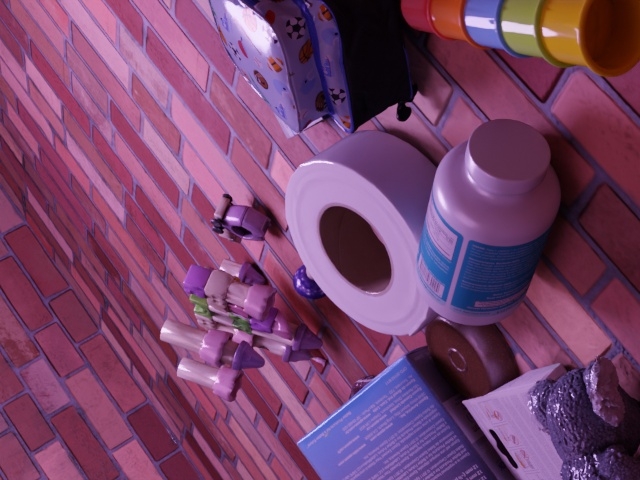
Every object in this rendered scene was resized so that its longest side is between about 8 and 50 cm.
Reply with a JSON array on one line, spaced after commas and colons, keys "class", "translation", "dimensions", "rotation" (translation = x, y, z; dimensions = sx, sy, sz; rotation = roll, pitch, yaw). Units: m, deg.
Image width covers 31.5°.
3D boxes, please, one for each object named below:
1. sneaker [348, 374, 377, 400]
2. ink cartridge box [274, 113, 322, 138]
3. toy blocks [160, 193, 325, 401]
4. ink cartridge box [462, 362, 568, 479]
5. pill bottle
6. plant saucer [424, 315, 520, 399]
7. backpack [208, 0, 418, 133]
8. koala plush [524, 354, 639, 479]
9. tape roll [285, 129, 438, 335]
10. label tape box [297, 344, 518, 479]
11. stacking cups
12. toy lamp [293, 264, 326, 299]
[{"class": "sneaker", "translation": [0.059, 0.312, 1.992], "dimensions": [0.106, 0.163, 0.281], "rotation": [56, 156, 9]}, {"class": "ink cartridge box", "translation": [-0.011, -0.225, 1.624], "dimensions": [0.109, 0.062, 0.209], "rotation": [62, 156, -5]}, {"class": "toy blocks", "translation": [-0.109, 0.134, 2.119], "dimensions": [0.260, 0.309, 0.288], "rotation": [18, 158, 10]}, {"class": "ink cartridge box", "translation": [0.311, 0.271, 1.578], "dimensions": [0.181, 0.056, 0.225], "rotation": [56, 158, 1]}, {"class": "pill bottle", "translation": [0.198, -0.023, 1.342], "dimensions": [0.146, 0.146, 0.264], "rotation": [48, 154, 25]}, {"class": "plant saucer", "translation": [0.214, 0.170, 1.678], "dimensions": [0.198, 0.036, 0.198], "rotation": [46, 153, 31]}, {"class": "backpack", "translation": [-0.019, -0.283, 1.414], "dimensions": [0.263, 0.213, 0.276], "rotation": [54, 161, 39]}, {"class": "koala plush", "translation": [0.339, 0.252, 1.362], "dimensions": [0.221, 0.203, 0.196], "rotation": [69, 157, 8]}, {"class": "tape roll", "translation": [0.081, -0.008, 1.602], "dimensions": [0.286, 0.100, 0.286], "rotation": [33, 141, 31]}, {"class": "label tape box", "translation": [0.165, 0.375, 1.760], "dimensions": [0.249, 0.115, 0.347], "rotation": [-42, 78, 23]}, {"class": "stacking cups", "translation": [0.189, -0.236, 1.172], "dimensions": [0.316, 0.096, 0.096], "rotation": [24, 139, 53]}, {"class": "toy lamp", "translation": [0.000, 0.000, 1.854], "dimensions": [0.080, 0.080, 0.274], "rotation": [49, 157, 23]}]
